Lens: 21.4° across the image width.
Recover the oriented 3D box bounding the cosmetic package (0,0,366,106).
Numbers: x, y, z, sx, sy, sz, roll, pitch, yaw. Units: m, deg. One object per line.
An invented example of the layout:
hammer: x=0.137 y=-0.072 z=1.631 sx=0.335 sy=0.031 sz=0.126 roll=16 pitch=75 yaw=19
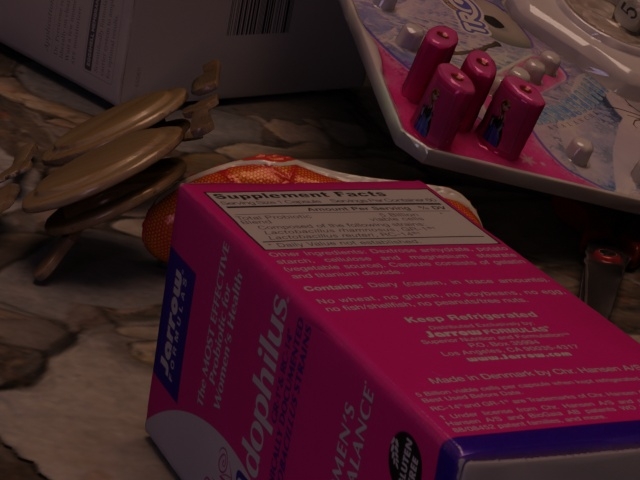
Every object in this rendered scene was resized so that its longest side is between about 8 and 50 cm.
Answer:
cosmetic package: x=-0.110 y=-0.195 z=1.185 sx=0.224 sy=0.138 sz=0.224 roll=-9 pitch=29 yaw=-43

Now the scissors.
scissors: x=0.152 y=0.007 z=0.950 sx=0.109 sy=0.021 sz=0.297 roll=22 pitch=24 yaw=22

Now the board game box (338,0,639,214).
board game box: x=0.190 y=-0.144 z=1.093 sx=0.390 sy=0.050 sz=0.390 roll=12 pitch=35 yaw=-22

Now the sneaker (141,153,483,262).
sneaker: x=0.000 y=0.000 z=0.832 sx=0.175 sy=0.064 sz=0.067 roll=2 pitch=39 yaw=-7

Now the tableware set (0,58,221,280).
tableware set: x=-0.104 y=-0.036 z=0.874 sx=0.128 sy=0.039 sz=0.194 roll=-24 pitch=15 yaw=4

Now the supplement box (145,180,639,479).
supplement box: x=0.031 y=0.067 z=0.591 sx=0.114 sy=0.111 sz=0.220 roll=-1 pitch=22 yaw=-26
